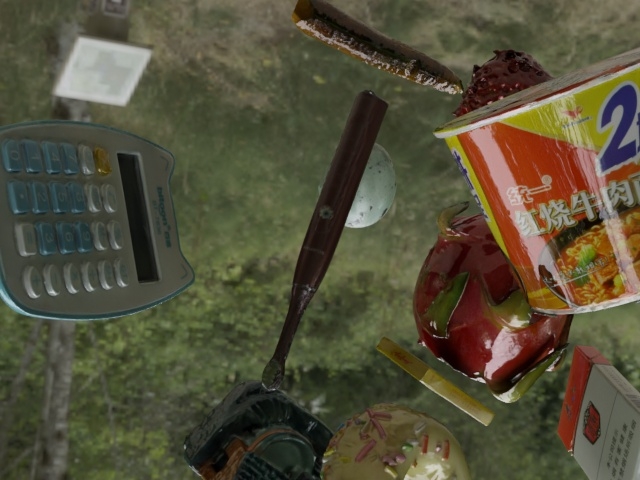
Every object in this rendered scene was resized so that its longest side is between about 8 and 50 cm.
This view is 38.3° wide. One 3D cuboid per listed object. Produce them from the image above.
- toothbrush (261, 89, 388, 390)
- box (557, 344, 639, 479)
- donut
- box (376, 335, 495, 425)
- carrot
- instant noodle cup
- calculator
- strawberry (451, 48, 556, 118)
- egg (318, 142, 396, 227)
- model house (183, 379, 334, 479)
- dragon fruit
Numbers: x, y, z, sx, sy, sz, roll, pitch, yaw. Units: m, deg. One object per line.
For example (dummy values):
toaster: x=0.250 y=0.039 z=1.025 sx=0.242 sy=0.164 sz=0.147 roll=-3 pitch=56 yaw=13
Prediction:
toothbrush: x=0.000 y=0.000 z=1.064 sx=0.041 sy=0.363 sz=0.041 roll=20 pitch=178 yaw=1
box: x=0.361 y=0.237 z=1.160 sx=0.035 sy=0.139 sz=0.245 roll=6 pitch=-165 yaw=-6
donut: x=0.065 y=0.191 z=0.773 sx=0.065 sy=0.108 sz=0.166 roll=-12 pitch=179 yaw=42
box: x=0.139 y=0.169 z=1.107 sx=0.155 sy=0.023 sz=0.087 roll=37 pitch=180 yaw=-41
carrot: x=0.099 y=-0.320 z=1.536 sx=0.314 sy=0.066 sz=0.066 roll=26 pitch=-178 yaw=0
instant noodle cup: x=0.219 y=-0.048 z=0.740 sx=0.213 sy=0.174 sz=0.213 roll=-22 pitch=-173 yaw=3
calculator: x=-0.297 y=-0.025 z=1.178 sx=0.055 sy=0.256 sz=0.386 roll=-11 pitch=177 yaw=23
strawberry: x=0.371 y=-0.214 z=1.595 sx=0.244 sy=0.205 sz=0.205 roll=23 pitch=-171 yaw=29
egg: x=0.064 y=-0.099 z=1.574 sx=0.131 sy=0.164 sz=0.131 roll=7 pitch=-141 yaw=-5
model house: x=-0.044 y=0.361 z=1.339 sx=0.253 sy=0.184 sz=0.291 roll=44 pitch=177 yaw=-18
dragon fruit: x=0.226 y=0.064 z=1.154 sx=0.224 sy=0.227 sz=0.224 roll=15 pitch=-147 yaw=-10
